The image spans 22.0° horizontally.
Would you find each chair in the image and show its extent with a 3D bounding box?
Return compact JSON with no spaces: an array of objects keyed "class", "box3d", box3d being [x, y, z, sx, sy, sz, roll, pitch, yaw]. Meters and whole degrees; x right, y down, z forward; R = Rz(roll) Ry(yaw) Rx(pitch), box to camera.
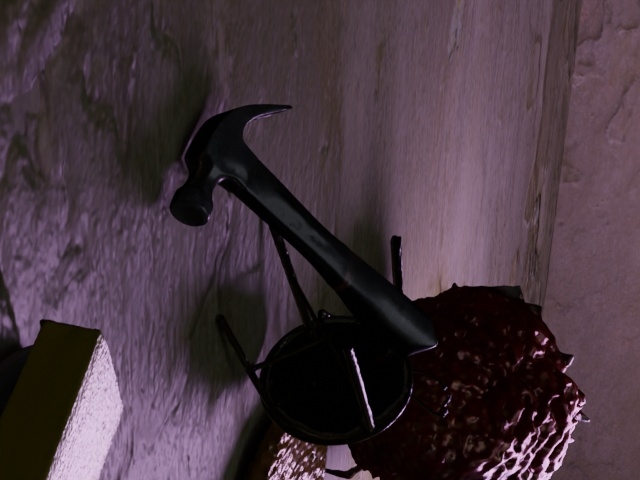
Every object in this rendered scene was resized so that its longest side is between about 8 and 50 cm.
[{"class":"chair","box3d":[0.020,0.121,1.561,0.325,0.160,0.170,77,31,-52]}]

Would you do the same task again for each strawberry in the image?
[{"class":"strawberry","box3d":[0.138,0.199,1.955,0.343,0.292,0.292,-17,121,-45]}]

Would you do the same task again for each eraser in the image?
[{"class":"eraser","box3d":[-0.160,0.124,0.978,0.097,0.045,0.122,84,19,-54]}]

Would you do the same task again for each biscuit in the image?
[{"class":"biscuit","box3d":[-0.044,0.274,1.687,0.254,0.035,0.254,11,90,-76]}]

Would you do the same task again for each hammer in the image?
[{"class":"hammer","box3d":[0.000,0.000,1.342,0.290,0.037,0.137,42,52,-32]}]

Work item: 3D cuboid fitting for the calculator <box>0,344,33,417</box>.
[{"class":"calculator","box3d":[-0.211,0.185,0.999,0.299,0.041,0.185,-61,157,-51]}]
